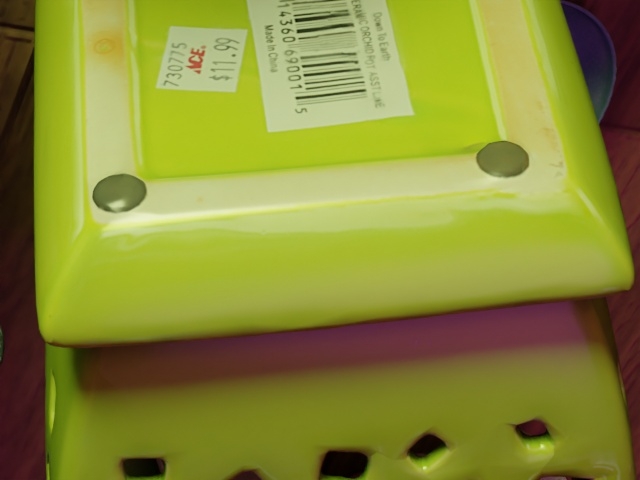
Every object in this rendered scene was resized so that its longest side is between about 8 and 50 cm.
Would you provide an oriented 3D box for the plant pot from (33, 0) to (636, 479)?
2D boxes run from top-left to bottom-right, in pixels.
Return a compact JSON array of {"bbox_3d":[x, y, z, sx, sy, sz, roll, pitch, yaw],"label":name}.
[{"bbox_3d":[0.000,0.000,0.693,0.227,0.228,0.207,-5,137,-3],"label":"plant pot"}]

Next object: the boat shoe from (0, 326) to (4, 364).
[{"bbox_3d":[-0.160,0.062,0.637,0.113,0.127,0.340,-36,126,-33],"label":"boat shoe"}]

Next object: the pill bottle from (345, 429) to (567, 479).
[{"bbox_3d":[0.029,0.188,0.986,0.221,0.121,0.121,-20,136,-19],"label":"pill bottle"}]

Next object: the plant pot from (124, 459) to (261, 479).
[{"bbox_3d":[-0.069,0.126,0.926,0.079,0.083,0.083,-3,131,-40],"label":"plant pot"}]

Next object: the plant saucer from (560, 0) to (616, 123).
[{"bbox_3d":[0.082,-0.069,0.858,0.119,0.021,0.119,-14,135,-15],"label":"plant saucer"}]
